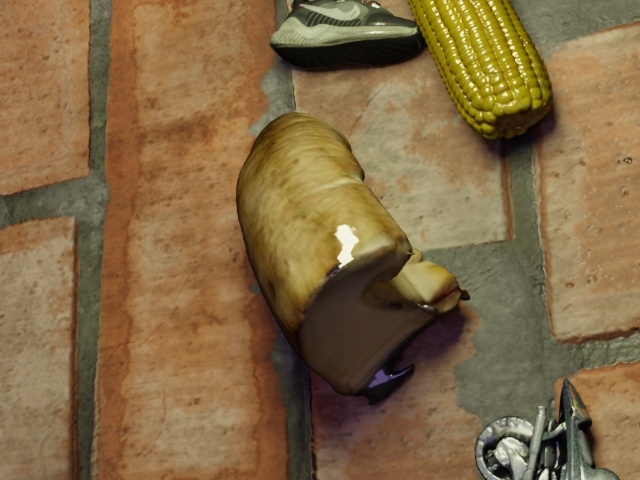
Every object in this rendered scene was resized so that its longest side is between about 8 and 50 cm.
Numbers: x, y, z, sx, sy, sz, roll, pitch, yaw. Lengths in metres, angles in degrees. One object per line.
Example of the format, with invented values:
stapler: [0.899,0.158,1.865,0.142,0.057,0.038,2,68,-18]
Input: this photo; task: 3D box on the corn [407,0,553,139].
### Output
corn: [0.192,-0.291,1.761,0.131,0.131,0.345,-29,67,18]

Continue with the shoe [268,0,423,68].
shoe: [0.037,-0.305,1.865,0.227,0.099,0.112,-2,70,27]

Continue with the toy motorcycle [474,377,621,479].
toy motorcycle: [0.306,0.323,1.579,0.173,0.108,0.307,-30,65,8]

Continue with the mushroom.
mushroom: [-0.026,-0.025,1.726,0.224,0.313,0.397,-40,58,9]
